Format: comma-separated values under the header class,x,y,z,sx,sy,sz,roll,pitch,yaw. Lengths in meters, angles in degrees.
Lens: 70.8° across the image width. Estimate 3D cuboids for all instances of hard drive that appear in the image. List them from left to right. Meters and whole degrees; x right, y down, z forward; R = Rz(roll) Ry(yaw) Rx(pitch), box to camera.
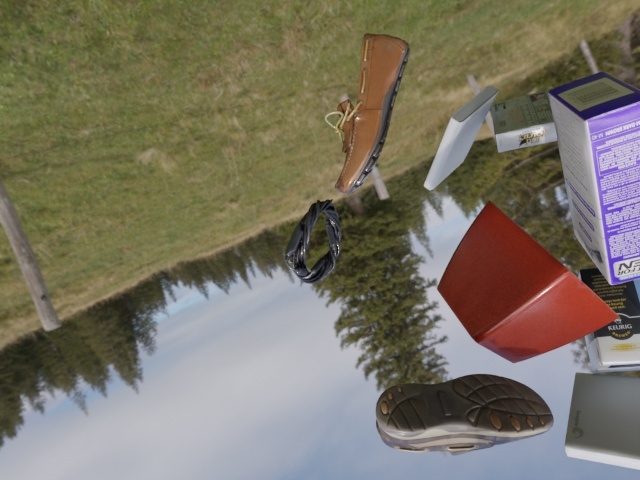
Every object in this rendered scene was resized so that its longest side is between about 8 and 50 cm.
class,x,y,z,sx,sy,sz,roll,pitch,yaw
hard drive,0.434,-0.314,1.420,0.203,0.040,0.307,-40,160,-24
hard drive,0.755,0.405,1.001,0.353,0.047,0.233,-8,-152,40

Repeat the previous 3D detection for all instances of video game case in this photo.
class,x,y,z,sx,sy,sz,roll,pitch,yaw
video game case,0.614,-0.347,1.261,0.244,0.061,0.269,-10,-150,24

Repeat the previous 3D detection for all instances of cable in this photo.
class,x,y,z,sx,sy,sz,roll,pitch,yaw
cable,0.000,0.000,0.954,0.047,0.184,0.150,11,163,40

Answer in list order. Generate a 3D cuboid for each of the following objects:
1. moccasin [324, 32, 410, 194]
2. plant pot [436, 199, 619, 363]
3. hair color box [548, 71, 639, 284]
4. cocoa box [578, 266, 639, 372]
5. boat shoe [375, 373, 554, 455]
class,x,y,z,sx,sy,sz,roll,pitch,yaw
moccasin,0.094,-0.298,1.071,0.147,0.380,0.139,16,-169,6
plant pot,0.433,0.118,1.016,0.235,0.267,0.267,-49,-145,17
hair color box,0.524,-0.110,0.821,0.110,0.338,0.185,-16,-151,17
cocoa box,0.812,0.175,1.054,0.347,0.228,0.231,-11,156,22
boat shoe,0.284,0.361,0.923,0.355,0.130,0.132,2,-138,-2
